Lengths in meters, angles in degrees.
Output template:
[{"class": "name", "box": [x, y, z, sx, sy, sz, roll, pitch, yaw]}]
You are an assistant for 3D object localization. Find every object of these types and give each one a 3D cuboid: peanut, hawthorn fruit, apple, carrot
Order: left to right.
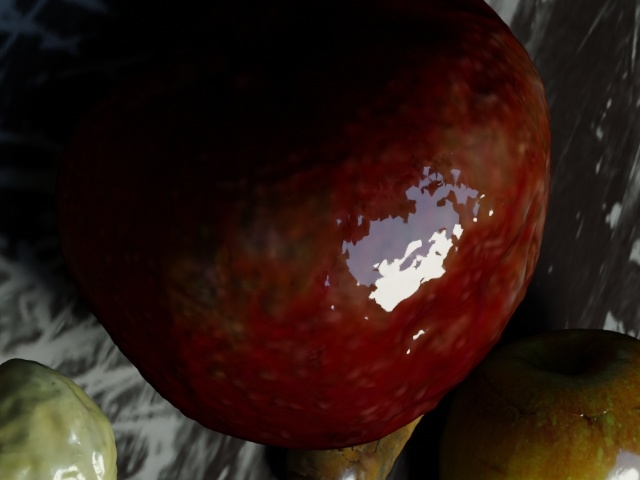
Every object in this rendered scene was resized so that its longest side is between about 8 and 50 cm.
[{"class": "peanut", "box": [-0.143, 0.153, 0.750, 0.098, 0.103, 0.229, -97, -168, -69]}, {"class": "hawthorn fruit", "box": [0.000, 0.000, 0.798, 0.266, 0.210, 0.230, 83, 29, -50]}, {"class": "carrot", "box": [0.036, 0.092, 0.997, 0.161, 0.055, 0.055, -50, 138, -36]}, {"class": "apple", "box": [0.150, 0.137, 1.077, 0.163, 0.146, 0.147, -43, 130, -59]}]
